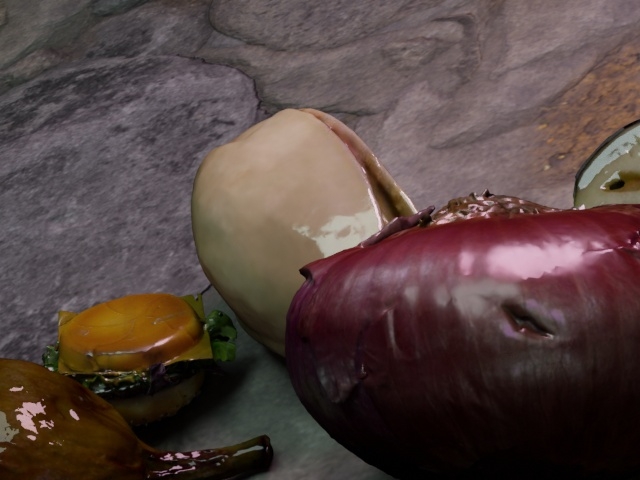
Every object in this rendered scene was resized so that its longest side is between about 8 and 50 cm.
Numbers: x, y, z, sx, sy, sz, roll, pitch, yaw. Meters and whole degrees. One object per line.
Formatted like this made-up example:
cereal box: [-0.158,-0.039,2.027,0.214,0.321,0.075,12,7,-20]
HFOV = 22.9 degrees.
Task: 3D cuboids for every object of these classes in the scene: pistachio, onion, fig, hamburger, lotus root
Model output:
pistachio: [0.000,0.000,1.430,0.193,0.214,0.318,1,20,-34]
onion: [0.144,0.104,1.143,0.347,0.286,0.347,-4,-4,0]
fig: [-0.202,0.181,1.321,0.290,0.191,0.191,-11,34,15]
hamburger: [-0.169,0.114,1.465,0.189,0.093,0.164,-7,23,7]
lotus root: [0.324,-0.035,1.360,0.203,0.078,0.183,-18,45,27]
